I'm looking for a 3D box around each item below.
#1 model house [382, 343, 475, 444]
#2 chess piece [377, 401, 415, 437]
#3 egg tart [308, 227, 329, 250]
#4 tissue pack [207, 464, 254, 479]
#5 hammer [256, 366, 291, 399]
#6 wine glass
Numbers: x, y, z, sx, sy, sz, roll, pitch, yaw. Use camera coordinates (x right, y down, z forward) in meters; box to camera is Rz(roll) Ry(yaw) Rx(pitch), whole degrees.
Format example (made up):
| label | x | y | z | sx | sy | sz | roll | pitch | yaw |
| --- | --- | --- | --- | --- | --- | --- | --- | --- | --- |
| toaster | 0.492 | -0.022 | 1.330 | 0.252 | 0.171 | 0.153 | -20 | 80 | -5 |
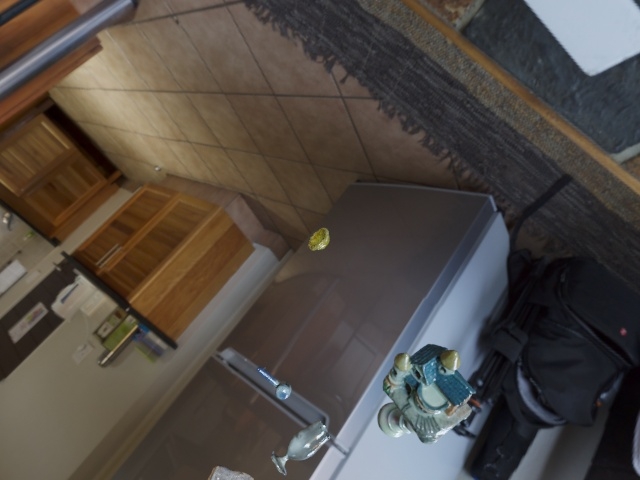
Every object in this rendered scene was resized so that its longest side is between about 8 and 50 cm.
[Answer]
| label | x | y | z | sx | sy | sz | roll | pitch | yaw |
| --- | --- | --- | --- | --- | --- | --- | --- | --- | --- |
| model house | 0.358 | 0.452 | 1.398 | 0.267 | 0.194 | 0.325 | 49 | 151 | 31 |
| chess piece | 0.341 | 0.728 | 1.748 | 0.139 | 0.139 | 0.271 | 40 | 156 | -3 |
| egg tart | 0.000 | 0.000 | 1.608 | 0.039 | 0.105 | 0.105 | 42 | 159 | -28 |
| tissue pack | -0.251 | 0.874 | 1.351 | 0.238 | 0.238 | 0.306 | 28 | 144 | 25 |
| hammer | -0.218 | 0.649 | 2.009 | 0.193 | 0.070 | 0.116 | 40 | 175 | 5 |
| wine glass | -0.072 | 0.772 | 1.637 | 0.103 | 0.222 | 0.103 | 53 | 170 | 14 |
